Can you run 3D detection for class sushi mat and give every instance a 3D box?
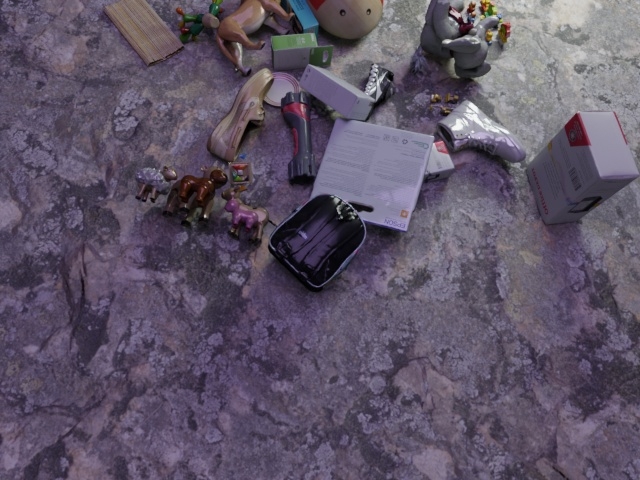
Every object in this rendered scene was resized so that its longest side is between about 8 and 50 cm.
[{"bbox_3d":[-0.635,-0.760,1.794,0.151,0.019,0.317,-35,75,-17],"label":"sushi mat"}]

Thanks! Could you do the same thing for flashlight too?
[{"bbox_3d":[-0.076,-0.331,1.626,0.103,0.103,0.305,0,73,-9],"label":"flashlight"}]

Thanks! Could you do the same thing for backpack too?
[{"bbox_3d":[0.000,0.000,1.442,0.225,0.191,0.253,42,81,6],"label":"backpack"}]

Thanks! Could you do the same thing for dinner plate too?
[{"bbox_3d":[-0.141,-0.522,1.735,0.141,0.017,0.141,1,68,-3],"label":"dinner plate"}]

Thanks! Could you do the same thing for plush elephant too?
[{"bbox_3d":[0.486,-0.706,1.729,0.255,0.271,0.330,27,97,21],"label":"plush elephant"}]

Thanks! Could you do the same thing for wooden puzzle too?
[{"bbox_3d":[-0.252,-0.213,1.580,0.078,0.014,0.117,-12,97,-13],"label":"wooden puzzle"}]

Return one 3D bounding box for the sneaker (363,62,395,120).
[{"bbox_3d":[0.201,-0.507,1.721,0.106,0.078,0.235,14,66,4],"label":"sneaker"}]

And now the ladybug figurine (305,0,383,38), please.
[{"bbox_3d":[0.080,-0.946,1.814,0.304,0.162,0.450,-12,70,-11],"label":"ladybug figurine"}]

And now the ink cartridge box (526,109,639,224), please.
[{"bbox_3d":[0.783,-0.214,1.523,0.131,0.306,0.226,-5,69,-7],"label":"ink cartridge box"}]

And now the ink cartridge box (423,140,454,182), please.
[{"bbox_3d":[0.344,-0.252,1.637,0.150,0.063,0.109,-13,69,-8],"label":"ink cartridge box"}]

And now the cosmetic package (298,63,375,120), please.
[{"bbox_3d":[0.053,-0.487,1.650,0.231,0.086,0.117,42,29,25],"label":"cosmetic package"}]

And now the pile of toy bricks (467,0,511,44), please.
[{"bbox_3d":[0.633,-0.842,1.870,0.117,0.105,0.213,-10,69,-8],"label":"pile of toy bricks"}]

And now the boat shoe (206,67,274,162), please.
[{"bbox_3d":[-0.235,-0.406,1.635,0.110,0.122,0.341,30,79,3],"label":"boat shoe"}]

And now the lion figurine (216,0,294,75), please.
[{"bbox_3d":[-0.255,-0.771,1.754,0.240,0.142,0.392,38,66,1],"label":"lion figurine"}]

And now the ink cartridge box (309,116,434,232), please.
[{"bbox_3d":[0.158,-0.205,1.570,0.323,0.071,0.331,15,77,13],"label":"ink cartridge box"}]

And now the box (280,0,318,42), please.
[{"bbox_3d":[-0.084,-0.828,1.817,0.060,0.101,0.245,-22,71,-11],"label":"box"}]

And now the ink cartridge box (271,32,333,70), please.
[{"bbox_3d":[-0.066,-0.660,1.745,0.209,0.109,0.062,-8,71,-7],"label":"ink cartridge box"}]

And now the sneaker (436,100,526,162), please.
[{"bbox_3d":[0.521,-0.325,1.664,0.169,0.108,0.292,-37,65,-15],"label":"sneaker"}]

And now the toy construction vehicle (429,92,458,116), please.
[{"bbox_3d":[0.434,-0.483,1.751,0.098,0.035,0.086,13,68,1],"label":"toy construction vehicle"}]

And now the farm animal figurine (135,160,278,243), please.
[{"bbox_3d":[-0.321,-0.132,1.464,0.326,0.330,0.173,3,68,28],"label":"farm animal figurine"}]

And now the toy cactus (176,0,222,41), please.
[{"bbox_3d":[-0.409,-0.785,1.752,0.219,0.112,0.180,-41,44,-11],"label":"toy cactus"}]
